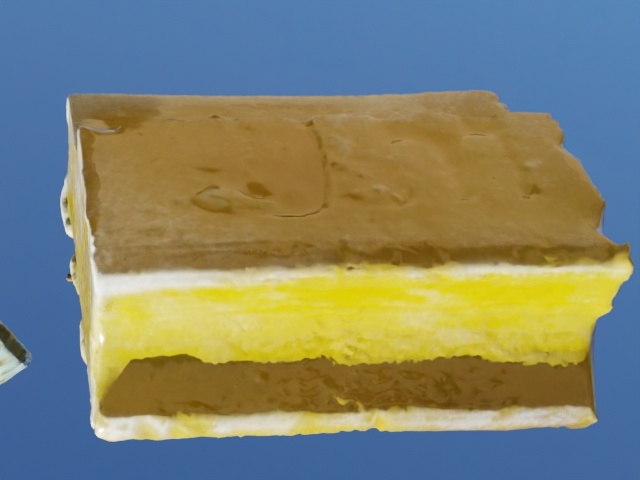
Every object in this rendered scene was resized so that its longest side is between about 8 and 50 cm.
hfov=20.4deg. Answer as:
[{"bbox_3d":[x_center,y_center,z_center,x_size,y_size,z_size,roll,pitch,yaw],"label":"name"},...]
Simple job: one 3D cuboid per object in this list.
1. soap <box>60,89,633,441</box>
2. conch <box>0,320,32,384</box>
[{"bbox_3d":[0.000,0.000,1.006,0.281,0.143,0.259,-4,-151,-12],"label":"soap"},{"bbox_3d":[-0.383,0.036,1.385,0.303,0.215,0.319,49,175,-30],"label":"conch"}]
